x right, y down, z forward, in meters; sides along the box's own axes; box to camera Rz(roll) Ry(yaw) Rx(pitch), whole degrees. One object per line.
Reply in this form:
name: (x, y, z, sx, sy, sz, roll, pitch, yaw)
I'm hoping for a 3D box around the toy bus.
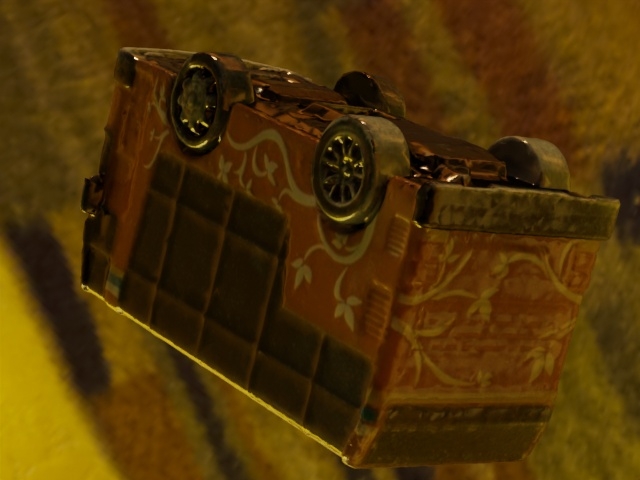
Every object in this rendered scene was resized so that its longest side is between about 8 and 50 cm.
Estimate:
toy bus: (0.000, 0.000, 0.966, 0.275, 0.138, 0.167, 29, 110, 47)
